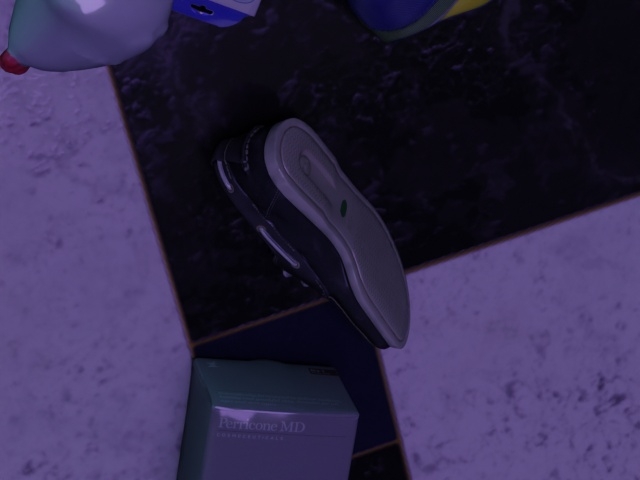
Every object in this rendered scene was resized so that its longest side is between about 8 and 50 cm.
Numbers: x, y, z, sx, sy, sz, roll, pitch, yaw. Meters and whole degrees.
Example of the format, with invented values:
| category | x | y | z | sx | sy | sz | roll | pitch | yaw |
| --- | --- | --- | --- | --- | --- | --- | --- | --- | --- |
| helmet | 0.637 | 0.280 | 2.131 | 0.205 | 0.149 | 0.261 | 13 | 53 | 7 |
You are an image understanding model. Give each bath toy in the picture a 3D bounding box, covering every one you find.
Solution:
| category | x | y | z | sx | sy | sz | roll | pitch | yaw |
| --- | --- | --- | --- | --- | --- | --- | --- | --- | --- |
| bath toy | -0.225 | -0.250 | 1.108 | 0.129 | 0.151 | 0.348 | -36 | 88 | 28 |

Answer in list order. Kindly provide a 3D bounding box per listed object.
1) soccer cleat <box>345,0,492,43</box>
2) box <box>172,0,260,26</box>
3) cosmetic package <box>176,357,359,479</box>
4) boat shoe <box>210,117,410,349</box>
| category | x | y | z | sx | sy | sz | roll | pitch | yaw |
| --- | --- | --- | --- | --- | --- | --- | --- | --- | --- |
| soccer cleat | 0.146 | -0.248 | 1.318 | 0.289 | 0.093 | 0.121 | -30 | 149 | -3 |
| box | -0.068 | -0.229 | 1.287 | 0.081 | 0.028 | 0.136 | 18 | 106 | -22 |
| cosmetic package | -0.053 | 0.222 | 1.416 | 0.127 | 0.107 | 0.238 | 3 | 112 | -14 |
| boat shoe | 0.000 | 0.000 | 1.376 | 0.079 | 0.084 | 0.233 | -15 | 128 | 31 |
